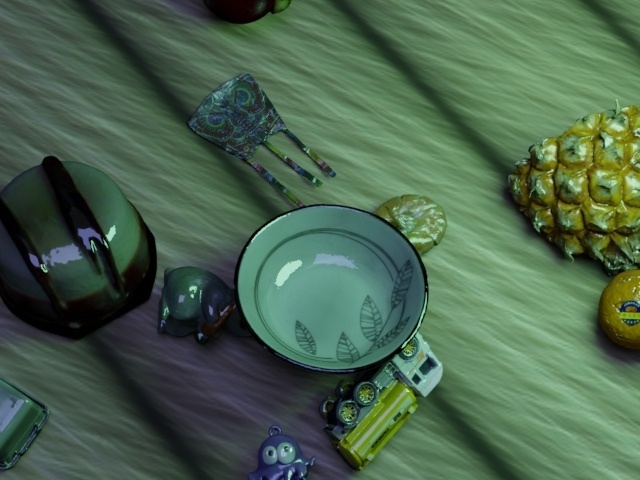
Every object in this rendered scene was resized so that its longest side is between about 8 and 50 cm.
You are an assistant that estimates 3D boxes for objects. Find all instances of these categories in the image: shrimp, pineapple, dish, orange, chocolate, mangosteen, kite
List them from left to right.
[{"bbox_3d":[-0.415,0.000,1.810,0.283,0.186,0.283,1,68,-3],"label":"chocolate"},{"bbox_3d":[-0.131,-0.485,2.044,0.200,0.200,0.200,1,68,-2],"label":"mangosteen"},{"bbox_3d":[-0.097,-0.172,1.990,0.152,0.015,0.285,-42,73,-14],"label":"kite"},{"bbox_3d":[0.014,0.093,1.779,0.316,0.106,0.316,2,56,-3],"label":"dish"},{"bbox_3d":[0.118,-0.004,1.911,0.217,0.051,0.115,-32,66,-14],"label":"shrimp"},{"bbox_3d":[0.530,-0.078,1.873,0.344,0.209,0.286,-21,70,-12],"label":"pineapple"},{"bbox_3d":[0.532,0.114,1.844,0.135,0.117,0.135,2,93,35],"label":"orange"}]

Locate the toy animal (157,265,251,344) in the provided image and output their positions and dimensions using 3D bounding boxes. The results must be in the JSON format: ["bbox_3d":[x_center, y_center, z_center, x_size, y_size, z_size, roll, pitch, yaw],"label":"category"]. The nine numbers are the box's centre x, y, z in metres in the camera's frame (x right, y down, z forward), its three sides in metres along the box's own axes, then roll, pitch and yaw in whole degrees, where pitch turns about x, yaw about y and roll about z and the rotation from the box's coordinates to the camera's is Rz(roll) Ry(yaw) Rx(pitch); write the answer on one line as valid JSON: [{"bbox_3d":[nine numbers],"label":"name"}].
[{"bbox_3d":[-0.151,0.105,1.821,0.236,0.108,0.138,-2,67,-4],"label":"toy animal"}]

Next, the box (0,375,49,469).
[{"bbox_3d":[-0.528,0.265,1.745,0.172,0.093,0.124,29,69,9],"label":"box"}]

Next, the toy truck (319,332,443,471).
[{"bbox_3d":[0.096,0.251,1.775,0.114,0.098,0.227,47,73,-11],"label":"toy truck"}]

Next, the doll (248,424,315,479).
[{"bbox_3d":[-0.052,0.389,1.734,0.110,0.067,0.206,-13,79,1],"label":"doll"}]
